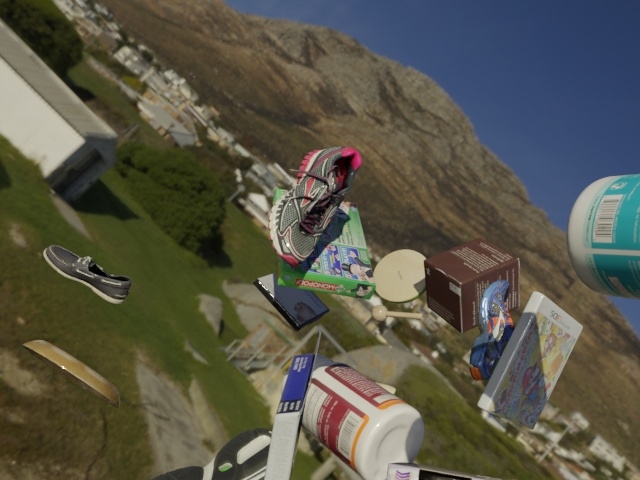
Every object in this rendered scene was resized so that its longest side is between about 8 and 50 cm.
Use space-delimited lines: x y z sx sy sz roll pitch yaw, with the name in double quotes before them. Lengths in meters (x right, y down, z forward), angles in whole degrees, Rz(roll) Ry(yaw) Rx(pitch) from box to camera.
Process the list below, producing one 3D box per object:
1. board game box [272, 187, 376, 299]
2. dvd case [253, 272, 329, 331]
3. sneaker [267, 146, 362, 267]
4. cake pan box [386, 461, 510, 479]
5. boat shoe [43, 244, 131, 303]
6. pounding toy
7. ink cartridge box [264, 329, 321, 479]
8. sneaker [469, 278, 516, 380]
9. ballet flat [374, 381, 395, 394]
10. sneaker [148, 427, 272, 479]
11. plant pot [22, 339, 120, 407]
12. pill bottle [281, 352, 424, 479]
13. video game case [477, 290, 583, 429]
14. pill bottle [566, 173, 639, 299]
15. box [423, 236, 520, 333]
"board game box" 0.000 0.000 1.478 0.214 0.046 0.317 10 36 -13
"dvd case" -0.077 0.162 1.803 0.180 0.022 0.253 46 16 10
"sneaker" -0.012 -0.082 1.314 0.112 0.299 0.121 -7 -38 43
"cake pan box" 0.285 0.533 1.377 0.246 0.070 0.267 2 -18 18
"boat shoe" -0.513 0.060 1.413 0.206 0.065 0.075 34 23 -5
"pounding toy" 0.260 0.155 1.960 0.183 0.236 0.110 -2 -32 25
"ink cartridge box" -0.048 0.287 1.071 0.045 0.223 0.223 12 14 2
"sneaker" 0.359 0.181 1.268 0.087 0.221 0.083 4 -28 25
"ballet flat" 0.114 0.496 2.034 0.086 0.249 0.086 -21 90 -82
"sneaker" -0.243 0.619 1.381 0.169 0.448 0.257 17 -66 42
"plant pot" -0.514 0.275 1.332 0.236 0.032 0.236 27 -25 14
"pill bottle" 0.074 0.474 1.752 0.392 0.224 0.224 24 -21 50
"video game case" 0.392 0.227 1.167 0.026 0.226 0.206 25 -4 46
"pill bottle" 0.404 -0.002 0.659 0.146 0.146 0.264 48 -18 -20
"box" 0.422 0.120 1.770 0.168 0.203 0.166 40 -35 55
